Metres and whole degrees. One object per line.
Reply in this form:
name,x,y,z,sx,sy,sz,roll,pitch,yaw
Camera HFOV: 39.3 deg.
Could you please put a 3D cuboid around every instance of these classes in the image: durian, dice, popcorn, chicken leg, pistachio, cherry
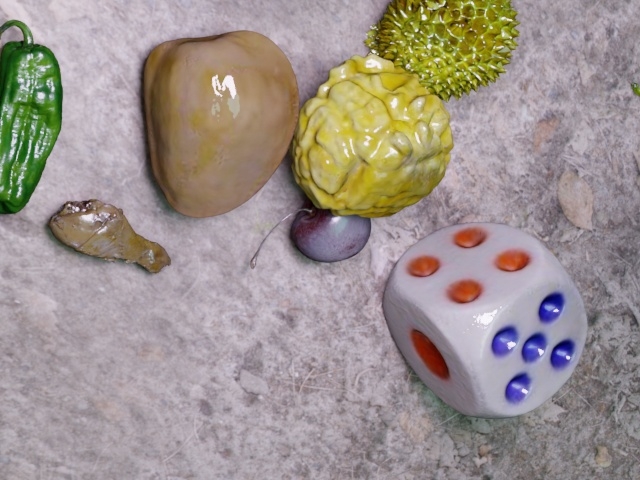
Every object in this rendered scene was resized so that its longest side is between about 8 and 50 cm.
durian,0.197,-0.319,1.395,0.236,0.176,0.200,-26,99,-9
dice,0.282,0.133,1.550,0.251,0.259,0.243,-30,122,-20
popcorn,0.071,-0.150,1.308,0.249,0.225,0.249,-26,159,-11
chicken leg,-0.288,-0.001,1.273,0.198,0.069,0.085,32,91,-42
pistachio,-0.137,-0.159,1.248,0.212,0.163,0.261,3,109,8
cherry,0.002,0.000,1.433,0.188,0.115,0.148,-55,164,6

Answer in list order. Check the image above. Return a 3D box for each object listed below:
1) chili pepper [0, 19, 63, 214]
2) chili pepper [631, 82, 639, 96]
chili pepper,-0.385,-0.151,1.153,0.100,0.074,0.257,3,106,-32
chili pepper,0.638,-0.295,1.759,0.083,0.017,0.030,7,102,-32
